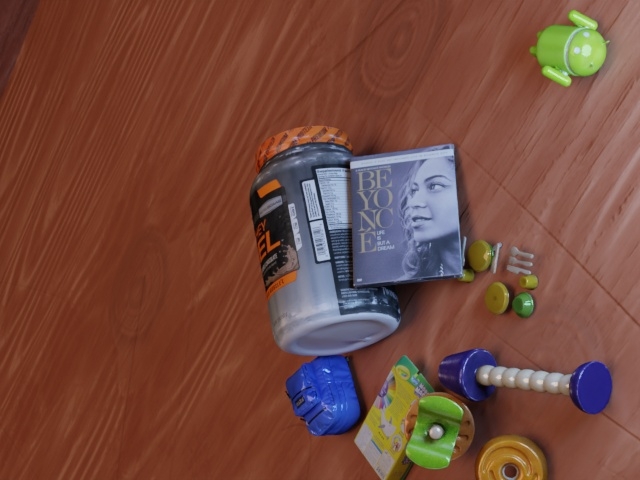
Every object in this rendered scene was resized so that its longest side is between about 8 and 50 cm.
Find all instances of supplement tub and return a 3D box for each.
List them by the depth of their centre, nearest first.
[{"bbox_3d":[0.000,0.000,2.021,0.207,0.207,0.338,-35,58,44],"label":"supplement tub"}]

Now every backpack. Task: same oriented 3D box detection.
[{"bbox_3d":[0.003,0.263,2.065,0.098,0.101,0.120,-51,51,44],"label":"backpack"}]

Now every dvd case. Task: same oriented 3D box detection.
[{"bbox_3d":[0.128,-0.039,1.907,0.164,0.018,0.221,-7,63,12],"label":"dvd case"}]

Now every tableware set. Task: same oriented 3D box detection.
[{"bbox_3d":[0.258,0.055,1.830,0.154,0.024,0.104,15,100,51],"label":"tableware set"}]

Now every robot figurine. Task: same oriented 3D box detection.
[{"bbox_3d":[0.344,-0.262,1.727,0.115,0.067,0.101,21,82,52],"label":"robot figurine"}]

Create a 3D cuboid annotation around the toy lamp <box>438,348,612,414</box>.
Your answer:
[{"bbox_3d":[0.273,0.194,1.741,0.275,0.080,0.080,1,85,53],"label":"toy lamp"}]

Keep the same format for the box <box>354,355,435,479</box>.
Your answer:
[{"bbox_3d":[0.125,0.277,1.950,0.105,0.043,0.179,51,126,44],"label":"box"}]

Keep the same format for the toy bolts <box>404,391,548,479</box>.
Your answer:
[{"bbox_3d":[0.205,0.349,1.802,0.218,0.158,0.228,19,90,12],"label":"toy bolts"}]
